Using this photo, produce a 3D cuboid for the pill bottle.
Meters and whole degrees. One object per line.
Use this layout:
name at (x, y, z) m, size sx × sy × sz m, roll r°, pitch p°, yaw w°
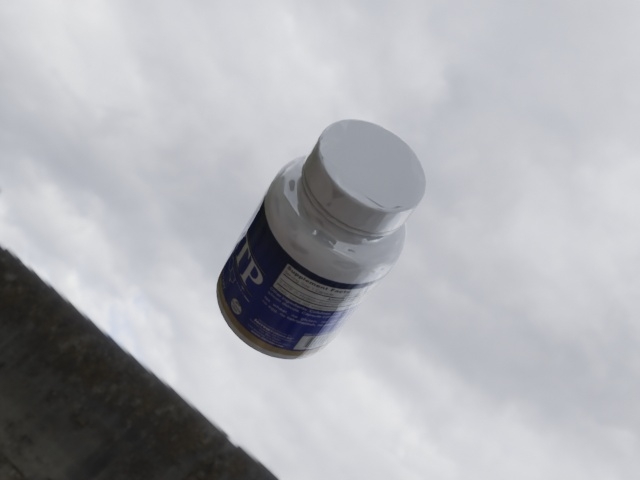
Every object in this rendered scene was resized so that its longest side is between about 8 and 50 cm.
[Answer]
pill bottle at (0.000, 0.000, 0.693) m, size 0.112 × 0.112 × 0.186 m, roll 42°, pitch -44°, yaw 7°
